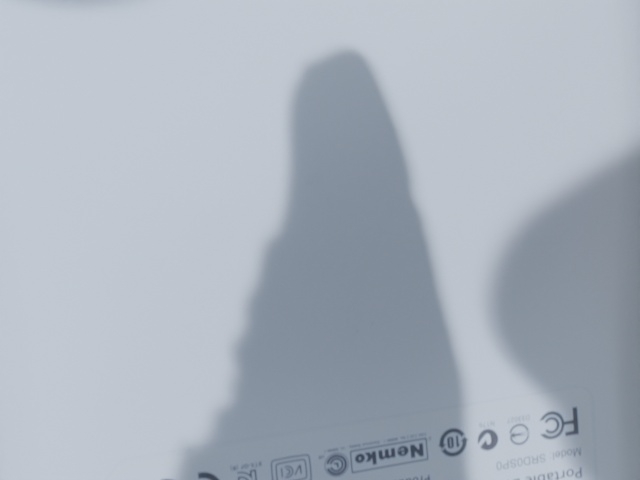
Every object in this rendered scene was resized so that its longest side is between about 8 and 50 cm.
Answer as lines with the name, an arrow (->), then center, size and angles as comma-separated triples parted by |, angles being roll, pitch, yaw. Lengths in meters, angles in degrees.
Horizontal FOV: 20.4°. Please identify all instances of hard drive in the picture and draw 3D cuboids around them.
hard drive -> 0.000, 0.000, 0.529 | 0.040, 0.210, 0.319 | -158, 62, -71
